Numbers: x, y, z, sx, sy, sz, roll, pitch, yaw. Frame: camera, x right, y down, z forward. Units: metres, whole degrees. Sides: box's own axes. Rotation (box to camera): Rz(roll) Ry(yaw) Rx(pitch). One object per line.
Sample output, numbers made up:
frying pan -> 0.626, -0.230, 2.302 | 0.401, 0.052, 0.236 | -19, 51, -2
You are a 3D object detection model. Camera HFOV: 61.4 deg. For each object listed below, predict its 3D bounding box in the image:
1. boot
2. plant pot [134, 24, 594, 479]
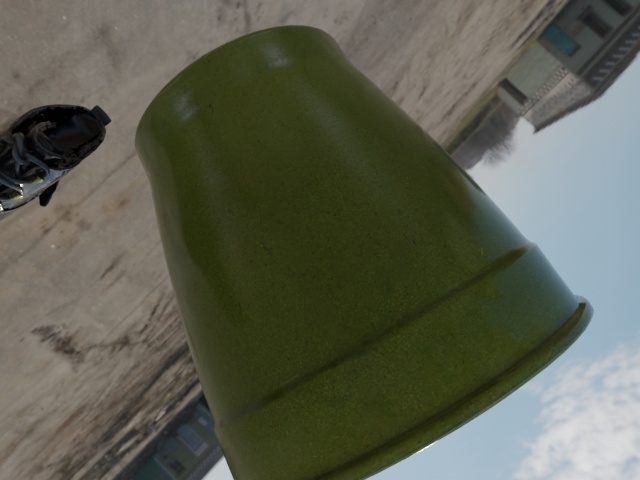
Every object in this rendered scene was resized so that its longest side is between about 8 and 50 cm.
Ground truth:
boot -> -0.285, -0.015, 0.394 | 0.228, 0.091, 0.263 | -28, -156, 18
plant pot -> 0.000, 0.000, 0.540 | 0.366, 0.353, 0.366 | -29, 171, -5
